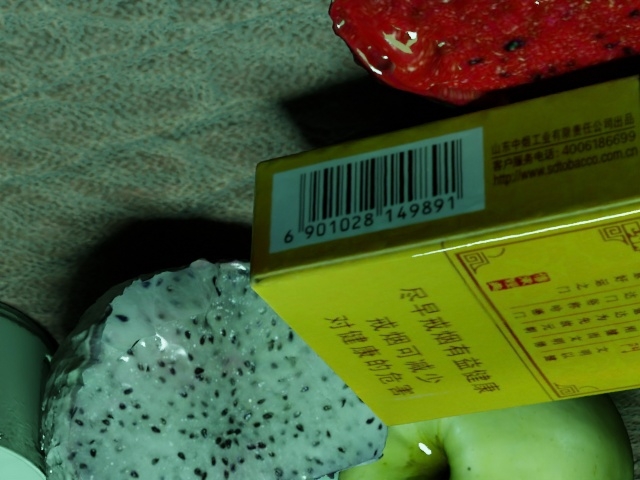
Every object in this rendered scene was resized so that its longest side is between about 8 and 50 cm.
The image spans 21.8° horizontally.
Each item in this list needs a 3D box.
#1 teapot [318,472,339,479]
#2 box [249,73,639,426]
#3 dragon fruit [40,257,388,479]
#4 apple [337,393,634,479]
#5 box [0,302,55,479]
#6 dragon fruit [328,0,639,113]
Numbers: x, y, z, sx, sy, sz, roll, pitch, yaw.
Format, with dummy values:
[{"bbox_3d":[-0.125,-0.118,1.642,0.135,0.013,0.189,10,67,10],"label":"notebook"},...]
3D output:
[{"bbox_3d":[0.038,0.249,1.627,0.165,0.130,0.119,-43,153,-2],"label":"teapot"},{"bbox_3d":[0.191,0.009,1.208,0.415,0.116,0.264,-13,144,22],"label":"box"},{"bbox_3d":[-0.114,0.128,1.396,0.283,0.204,0.221,-14,175,-25],"label":"dragon fruit"},{"bbox_3d":[0.153,0.214,1.477,0.262,0.262,0.262,-3,142,-2],"label":"apple"},{"bbox_3d":[-0.340,0.164,1.442,0.226,0.149,0.226,-3,142,-2],"label":"box"},{"bbox_3d":[0.200,-0.173,1.109,0.343,0.100,0.282,-20,140,26],"label":"dragon fruit"}]
